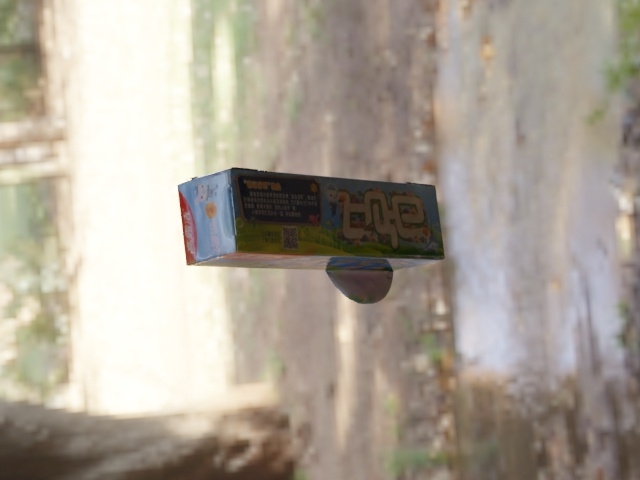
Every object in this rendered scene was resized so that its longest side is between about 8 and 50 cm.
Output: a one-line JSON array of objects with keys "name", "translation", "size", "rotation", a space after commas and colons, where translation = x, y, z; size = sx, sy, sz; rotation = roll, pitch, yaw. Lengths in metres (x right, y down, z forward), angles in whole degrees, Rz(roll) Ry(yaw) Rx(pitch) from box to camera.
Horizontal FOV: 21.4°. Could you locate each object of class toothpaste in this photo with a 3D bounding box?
[{"name": "toothpaste", "translation": [0.000, 0.000, 1.010], "size": [0.044, 0.193, 0.070], "rotation": [-14, 79, 40]}]
